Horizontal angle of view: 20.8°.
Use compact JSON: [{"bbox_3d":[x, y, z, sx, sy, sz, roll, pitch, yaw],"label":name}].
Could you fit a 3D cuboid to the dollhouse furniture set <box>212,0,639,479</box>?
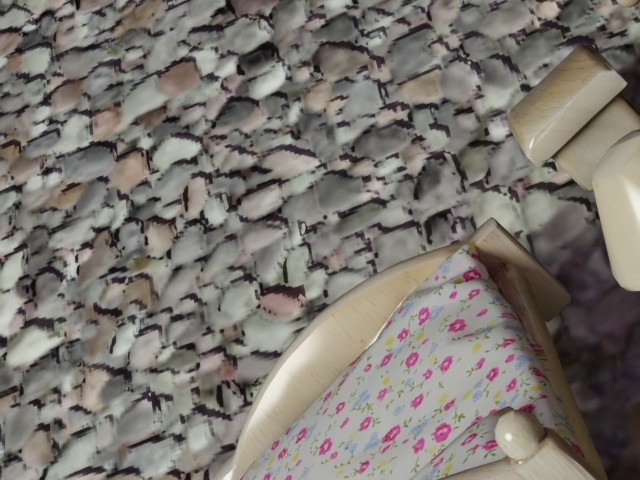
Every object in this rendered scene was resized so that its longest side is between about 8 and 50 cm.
[{"bbox_3d":[0.000,0.000,0.548,0.355,0.174,0.303,-44,15,11],"label":"dollhouse furniture set"}]
